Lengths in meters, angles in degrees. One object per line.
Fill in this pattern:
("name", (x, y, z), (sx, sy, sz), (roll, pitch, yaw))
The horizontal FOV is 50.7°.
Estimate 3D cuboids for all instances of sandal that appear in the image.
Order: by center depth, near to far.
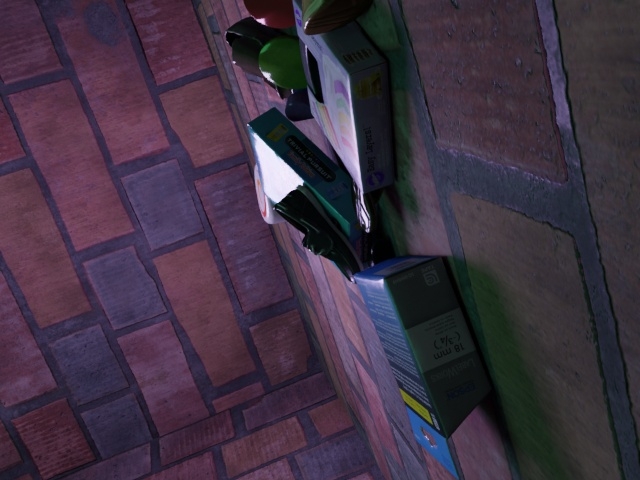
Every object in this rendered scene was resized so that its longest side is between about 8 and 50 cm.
("sandal", (0.083, -0.112, 1.217), (0.090, 0.060, 0.219), (87, 175, -47))

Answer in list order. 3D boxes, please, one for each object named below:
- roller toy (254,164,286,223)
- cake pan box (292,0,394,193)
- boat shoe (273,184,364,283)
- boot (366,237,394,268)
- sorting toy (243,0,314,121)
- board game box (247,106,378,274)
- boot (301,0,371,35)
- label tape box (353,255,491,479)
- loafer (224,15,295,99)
("roller toy", (-0.108, -0.154, 2.001), (0.191, 0.146, 0.209), (99, 157, -55))
("cake pan box", (0.038, -0.251, 1.119), (0.245, 0.070, 0.267), (82, 165, -49))
("boat shoe", (0.000, 0.000, 1.350), (0.233, 0.079, 0.084), (51, 161, 5))
("boot", (0.120, 0.037, 1.371), (0.099, 0.045, 0.121), (-126, 15, -67))
("sorting toy", (-0.055, -0.404, 1.333), (0.365, 0.127, 0.126), (76, -161, -54))
("board game box", (-0.014, -0.095, 1.469), (0.336, 0.079, 0.253), (45, 162, 25))
("boot", (-0.004, -0.410, 0.896), (0.262, 0.095, 0.203), (127, 122, -78))
("label tape box", (0.181, 0.196, 1.141), (0.240, 0.106, 0.333), (174, 74, -82))
("loafer", (-0.139, -0.424, 1.599), (0.366, 0.130, 0.133), (-121, 13, -51))
